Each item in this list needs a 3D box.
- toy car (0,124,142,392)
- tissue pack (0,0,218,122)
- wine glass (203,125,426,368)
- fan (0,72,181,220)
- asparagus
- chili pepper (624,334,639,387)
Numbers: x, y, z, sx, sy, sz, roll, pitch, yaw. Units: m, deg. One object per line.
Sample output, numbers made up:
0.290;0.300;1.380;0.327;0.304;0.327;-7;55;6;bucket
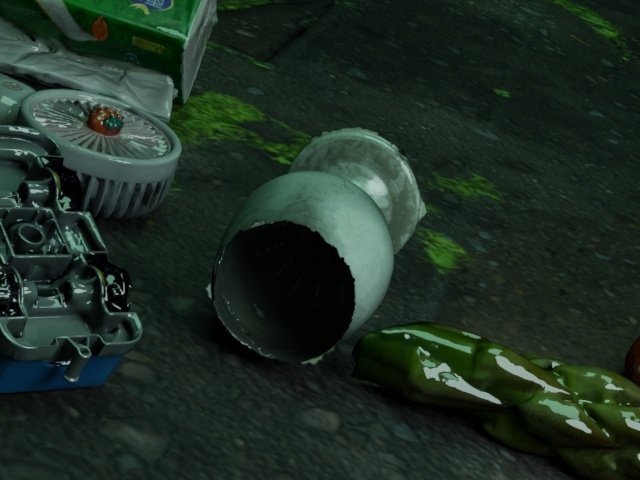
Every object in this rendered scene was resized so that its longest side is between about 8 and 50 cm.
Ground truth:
-0.193;0.021;0.908;0.097;0.100;0.191;1;50;-41;toy car
-0.214;-0.203;1.344;0.209;0.156;0.148;19;-13;-1;tissue pack
0.000;0.000;1.069;0.126;0.126;0.241;23;20;6;wine glass
-0.228;-0.094;1.149;0.244;0.074;0.130;25;23;11;fan
0.162;0.116;1.013;0.287;0.080;0.080;24;23;4;asparagus
0.280;0.109;1.139;0.073;0.070;0.123;36;19;-7;chili pepper
